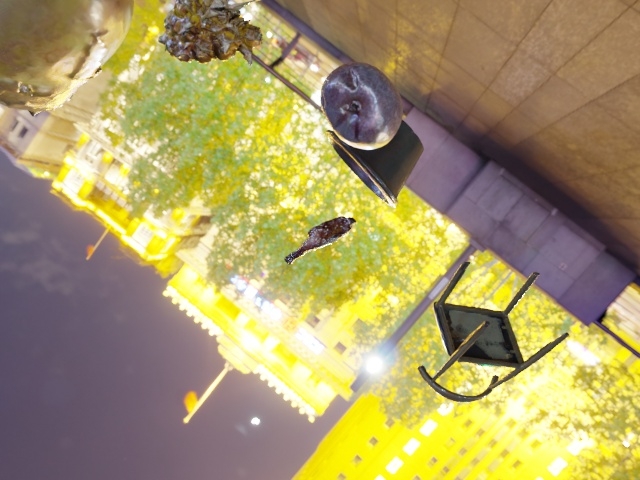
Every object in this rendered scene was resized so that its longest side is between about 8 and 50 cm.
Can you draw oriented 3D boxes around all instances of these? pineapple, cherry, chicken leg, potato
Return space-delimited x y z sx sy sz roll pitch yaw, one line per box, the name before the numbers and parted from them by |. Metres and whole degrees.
pineapple | -0.300 -0.530 1.155 0.335 0.161 0.158 23 140 21
cherry | 0.083 -0.255 0.897 0.176 0.140 0.176 40 -156 -21
chicken leg | 0.001 -0.004 1.184 0.093 0.205 0.053 99 147 -67
potato | -0.337 -0.322 0.566 0.238 0.300 0.288 4 152 33

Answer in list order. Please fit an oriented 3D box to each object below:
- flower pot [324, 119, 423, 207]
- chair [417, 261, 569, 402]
flower pot | 0.157 -0.233 1.217 0.269 0.166 0.269 48 -175 -5
chair | 0.326 0.193 0.954 0.188 0.272 0.166 9 -138 -10
